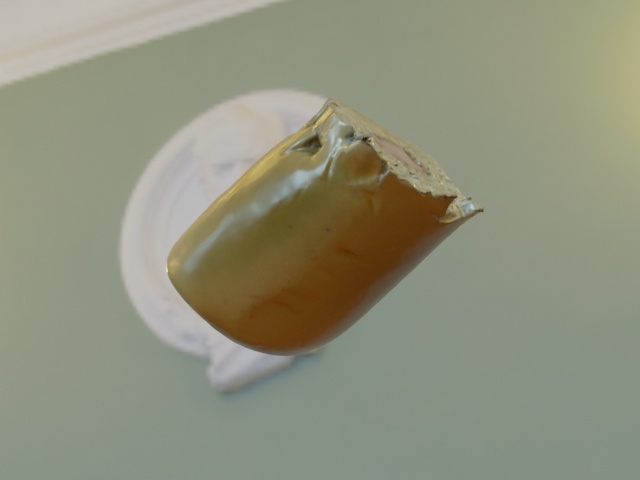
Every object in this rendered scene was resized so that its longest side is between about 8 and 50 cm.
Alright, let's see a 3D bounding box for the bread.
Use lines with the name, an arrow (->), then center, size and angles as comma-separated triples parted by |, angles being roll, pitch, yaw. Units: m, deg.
bread -> 0.001, 0.001, 0.815 | 0.173, 0.085, 0.134 | -44, -38, 21
